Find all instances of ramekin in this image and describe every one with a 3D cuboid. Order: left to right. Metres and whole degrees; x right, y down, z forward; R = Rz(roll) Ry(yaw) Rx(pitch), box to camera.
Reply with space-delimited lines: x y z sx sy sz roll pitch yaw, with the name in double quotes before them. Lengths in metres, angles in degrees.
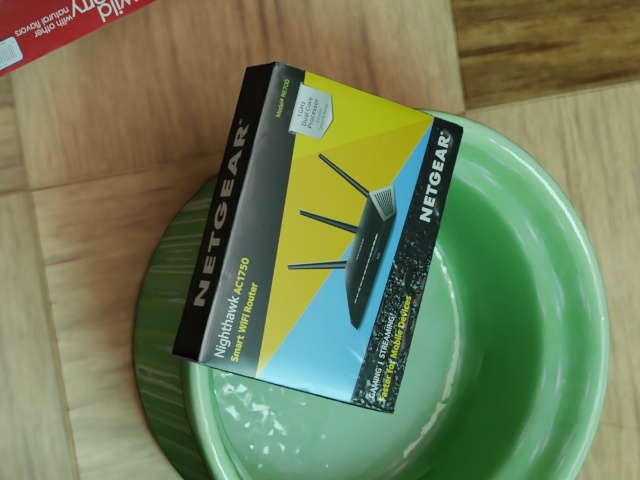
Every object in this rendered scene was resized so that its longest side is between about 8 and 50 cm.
"ramekin" 0.025 0.068 1.182 0.303 0.148 0.303 -1 91 -28

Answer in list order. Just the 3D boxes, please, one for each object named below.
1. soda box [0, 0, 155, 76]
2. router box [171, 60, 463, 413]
"soda box" -0.131 -0.183 1.125 0.263 0.092 0.083 -29 104 -23
"router box" 0.000 0.000 1.056 0.133 0.046 0.179 16 84 -26
